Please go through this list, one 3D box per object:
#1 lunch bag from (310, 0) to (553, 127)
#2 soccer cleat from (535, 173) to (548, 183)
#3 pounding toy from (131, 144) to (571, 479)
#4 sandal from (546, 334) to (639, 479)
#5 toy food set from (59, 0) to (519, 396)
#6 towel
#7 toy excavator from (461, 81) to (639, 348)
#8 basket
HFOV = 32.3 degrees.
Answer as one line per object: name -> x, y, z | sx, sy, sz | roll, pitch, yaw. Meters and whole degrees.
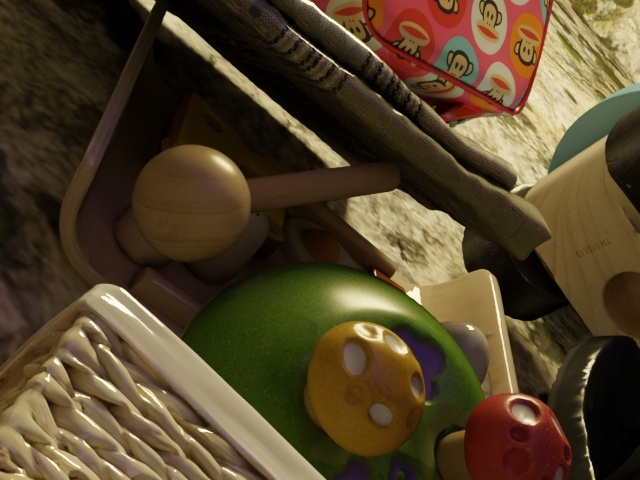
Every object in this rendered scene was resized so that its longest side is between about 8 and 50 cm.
lunch bag -> 0.107, -0.230, 1.047 | 0.293, 0.120, 0.258 | 21, 77, -47
soccer cleat -> 0.344, 0.024, 1.103 | 0.331, 0.116, 0.143 | 22, 37, -23
pounding toy -> 0.026, 0.058, 0.486 | 0.183, 0.110, 0.237 | -5, 75, -39
sandal -> 0.169, 0.190, 0.578 | 0.446, 0.107, 0.167 | -49, 129, -61
toy food set -> 0.000, 0.000, 0.647 | 0.306, 0.092, 0.220 | 40, 26, -21
towel -> -0.024, -0.128, 0.683 | 0.324, 0.056, 0.312 | 39, 0, -21
toy excavator -> 0.408, 0.028, 0.948 | 0.445, 0.222, 0.433 | -32, 86, -40
basket -> -0.059, 0.119, 0.351 | 0.167, 0.113, 0.103 | 45, 27, -9
